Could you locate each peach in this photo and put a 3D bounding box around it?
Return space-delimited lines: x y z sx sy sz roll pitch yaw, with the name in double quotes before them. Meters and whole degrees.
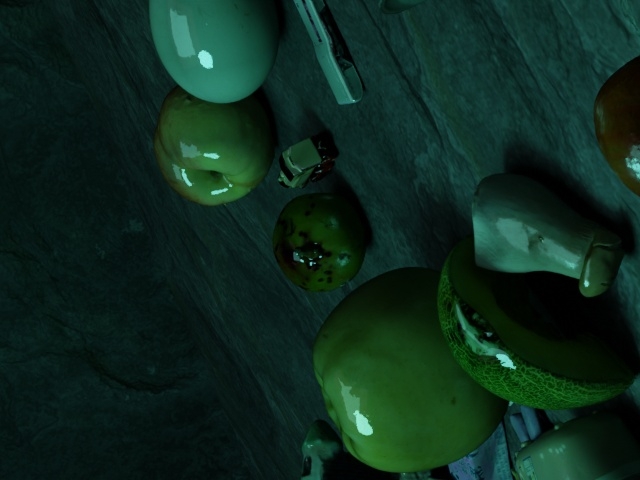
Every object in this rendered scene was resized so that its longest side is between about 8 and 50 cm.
"peach" -0.174 -0.180 2.211 0.232 0.232 0.232 51 160 26

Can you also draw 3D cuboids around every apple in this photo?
"apple" 0.115 0.170 1.753 0.262 0.262 0.262 51 160 26

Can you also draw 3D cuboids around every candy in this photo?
"candy" 0.234 0.314 2.029 0.092 0.073 0.160 42 155 47

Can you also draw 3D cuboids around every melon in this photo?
"melon" 0.211 0.120 1.561 0.265 0.169 0.129 50 127 27

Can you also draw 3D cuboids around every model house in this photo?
"model house" 0.111 0.418 2.179 0.243 0.298 0.284 108 166 -64

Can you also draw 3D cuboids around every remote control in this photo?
"remote control" 0.009 -0.263 1.807 0.166 0.029 0.065 64 163 -12

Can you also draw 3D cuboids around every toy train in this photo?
"toy train" -0.026 -0.116 2.040 0.050 0.087 0.138 61 162 9

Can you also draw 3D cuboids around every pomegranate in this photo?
"pomegranate" -0.010 0.003 2.089 0.156 0.156 0.220 62 167 -6

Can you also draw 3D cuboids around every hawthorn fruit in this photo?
"hawthorn fruit" 0.293 -0.100 1.129 0.133 0.133 0.138 65 173 -16

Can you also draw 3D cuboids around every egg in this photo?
"egg" -0.155 -0.324 1.907 0.183 0.183 0.264 33 142 55

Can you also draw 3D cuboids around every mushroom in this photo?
"mushroom" 0.247 -0.011 1.475 0.225 0.093 0.116 12 107 47

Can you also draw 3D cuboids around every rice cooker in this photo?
"rice cooker" 0.319 0.284 1.639 0.206 0.145 0.127 126 125 -69

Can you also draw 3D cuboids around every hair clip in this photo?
"hair clip" 0.330 0.352 1.797 0.278 0.090 0.137 55 159 16

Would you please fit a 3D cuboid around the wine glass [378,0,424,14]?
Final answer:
"wine glass" 0.049 -0.364 1.426 0.231 0.103 0.103 59 163 14

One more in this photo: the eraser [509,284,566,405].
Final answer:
"eraser" 0.242 0.118 1.757 0.157 0.038 0.230 56 163 15
